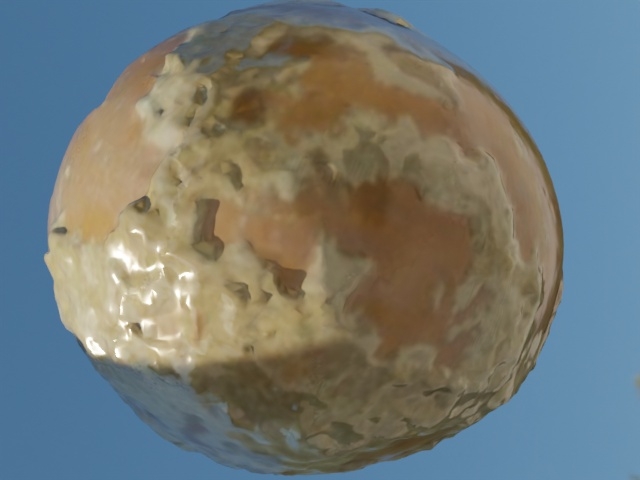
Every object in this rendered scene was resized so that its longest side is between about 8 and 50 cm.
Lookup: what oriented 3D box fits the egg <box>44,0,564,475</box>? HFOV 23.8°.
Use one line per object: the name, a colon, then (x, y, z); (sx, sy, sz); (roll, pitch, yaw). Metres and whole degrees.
egg: (0.000, 0.000, 0.616); (0.233, 0.195, 0.195); (-5, -85, -46)
